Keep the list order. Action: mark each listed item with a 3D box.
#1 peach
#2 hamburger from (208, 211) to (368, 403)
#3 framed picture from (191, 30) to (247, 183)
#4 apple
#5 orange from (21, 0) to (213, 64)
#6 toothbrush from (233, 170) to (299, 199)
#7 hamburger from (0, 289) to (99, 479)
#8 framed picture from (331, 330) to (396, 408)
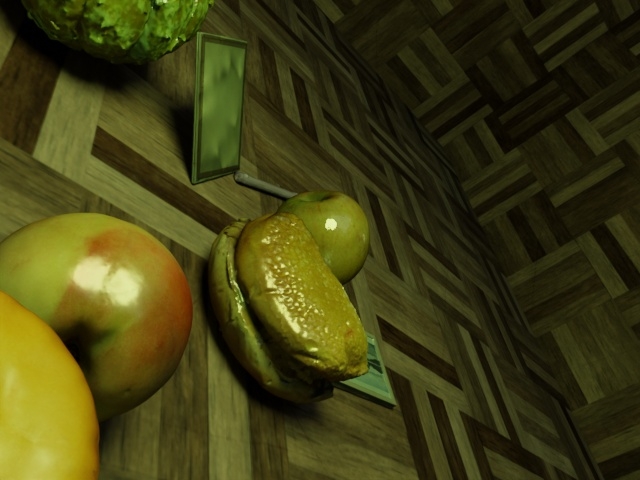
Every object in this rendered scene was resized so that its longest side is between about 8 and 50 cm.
[{"bbox_3d":[-0.199,0.061,0.500,0.184,0.184,0.184,43,25,-26],"label":"peach"},{"bbox_3d":[-0.066,0.085,0.771,0.157,0.144,0.282,-7,63,-54],"label":"hamburger"},{"bbox_3d":[-0.165,-0.217,0.958,0.173,0.010,0.231,-36,134,-68],"label":"framed picture"},{"bbox_3d":[0.000,0.000,0.987,0.182,0.183,0.155,-57,139,-66],"label":"apple"},{"bbox_3d":[-0.301,-0.374,0.830,0.300,0.223,0.301,13,44,-33],"label":"orange"},{"bbox_3d":[-0.052,-0.092,1.180,0.024,0.029,0.354,52,19,28],"label":"toothbrush"},{"bbox_3d":[-0.253,0.129,0.299,0.246,0.170,0.246,35,22,-17],"label":"hamburger"},{"bbox_3d":[0.054,0.200,1.004,0.203,0.015,0.150,34,30,-41],"label":"framed picture"}]
